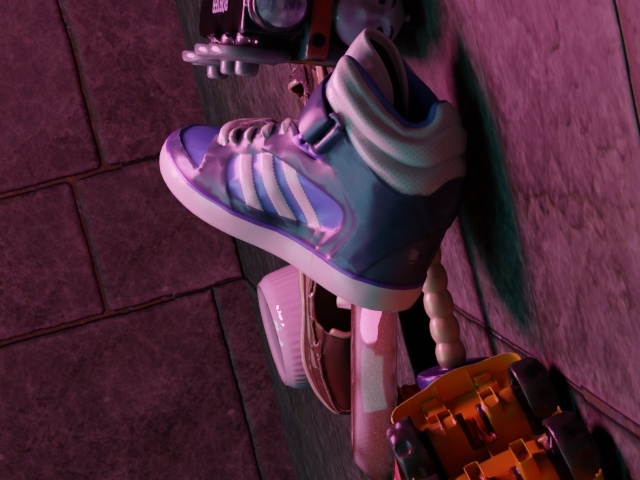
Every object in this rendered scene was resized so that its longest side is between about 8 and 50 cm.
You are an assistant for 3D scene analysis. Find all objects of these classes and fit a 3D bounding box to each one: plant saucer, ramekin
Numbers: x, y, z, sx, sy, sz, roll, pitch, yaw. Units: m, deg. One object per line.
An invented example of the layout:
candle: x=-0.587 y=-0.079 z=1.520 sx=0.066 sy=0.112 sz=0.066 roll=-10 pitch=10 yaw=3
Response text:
plant saucer: x=0.059 y=0.130 z=1.823 sx=0.310 sy=0.050 sz=0.310 roll=-179 pitch=90 yaw=-90
ramekin: x=-0.024 y=0.132 z=2.466 sx=0.207 sy=0.109 sz=0.207 roll=165 pitch=90 yaw=-82

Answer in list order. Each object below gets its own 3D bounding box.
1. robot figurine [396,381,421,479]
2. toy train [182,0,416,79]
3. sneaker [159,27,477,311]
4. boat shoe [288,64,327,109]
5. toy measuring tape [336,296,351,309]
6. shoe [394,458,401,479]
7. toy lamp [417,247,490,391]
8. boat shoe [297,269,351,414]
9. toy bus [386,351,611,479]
robot figurine: x=0.145 y=0.308 z=1.755 sx=0.211 sy=0.085 sz=0.291 roll=-118 pitch=16 yaw=-58
toy train: x=-0.027 y=-0.227 z=1.577 sx=0.334 sy=0.190 sz=0.142 roll=-158 pitch=72 yaw=-76
sneaker: x=-0.002 y=-0.103 z=1.462 sx=0.323 sy=0.130 sz=0.236 roll=33 pitch=122 yaw=31
boat shoe: x=-0.018 y=-0.202 z=2.025 sx=0.056 sy=0.049 sz=0.152 roll=89 pitch=164 yaw=-61
toy measuring tape: x=0.000 y=0.000 z=2.043 sx=0.121 sy=0.121 sz=0.330 roll=-114 pitch=9 yaw=-47
shoe: x=0.129 y=0.309 z=1.953 sx=0.081 sy=0.064 sz=0.178 roll=85 pitch=161 yaw=-45
toy lamp: x=0.114 y=0.054 z=1.543 sx=0.080 sy=0.080 sz=0.274 roll=-173 pitch=71 yaw=-81
boat shoe: x=0.019 y=0.130 z=2.242 sx=0.095 sy=0.095 sz=0.257 roll=-156 pitch=51 yaw=-72
toy bus: x=0.171 y=0.230 z=1.335 sx=0.211 sy=0.149 sz=0.220 roll=61 pitch=-179 yaw=-28
